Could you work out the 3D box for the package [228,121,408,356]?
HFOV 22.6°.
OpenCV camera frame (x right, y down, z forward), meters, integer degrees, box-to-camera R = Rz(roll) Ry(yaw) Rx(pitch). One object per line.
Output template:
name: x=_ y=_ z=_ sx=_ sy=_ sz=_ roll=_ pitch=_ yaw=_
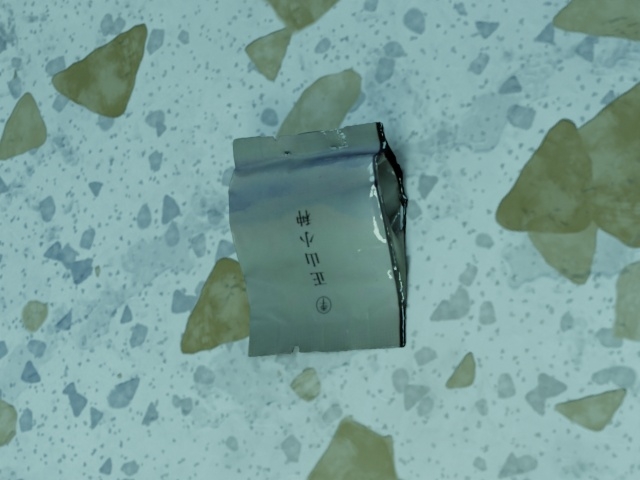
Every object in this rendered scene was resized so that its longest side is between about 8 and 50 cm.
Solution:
package: x=0.000 y=0.000 z=1.793 sx=0.204 sy=0.062 sz=0.250 roll=-5 pitch=89 yaw=29
